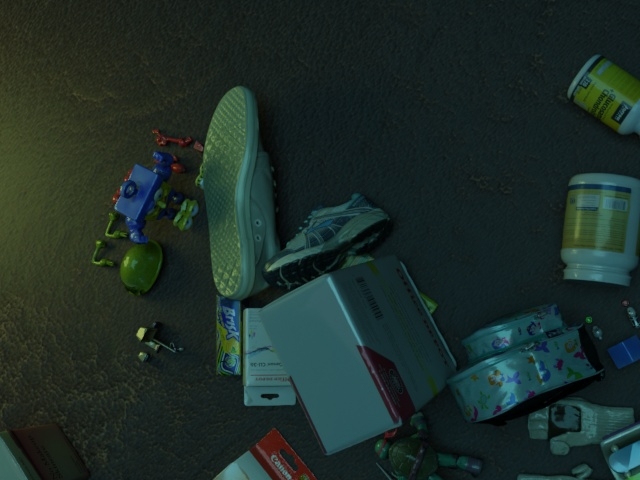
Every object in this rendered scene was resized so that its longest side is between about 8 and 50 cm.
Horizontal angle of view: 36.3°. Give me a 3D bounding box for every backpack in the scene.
[{"bbox_3d":[0.356,0.232,1.782,0.253,0.225,0.191,-27,82,-14],"label":"backpack"}]

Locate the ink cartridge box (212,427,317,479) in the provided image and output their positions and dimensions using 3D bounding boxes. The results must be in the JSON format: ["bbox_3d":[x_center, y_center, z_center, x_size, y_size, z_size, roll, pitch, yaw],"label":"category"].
[{"bbox_3d":[-0.118,0.497,1.998,0.179,0.045,0.145,-44,76,9],"label":"ink cartridge box"}]

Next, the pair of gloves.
[{"bbox_3d":[0.483,0.419,1.850,0.204,0.042,0.240,9,87,15],"label":"pair of gloves"}]

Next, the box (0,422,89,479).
[{"bbox_3d":[-0.614,0.482,2.030,0.127,0.232,0.149,-40,76,8],"label":"box"}]

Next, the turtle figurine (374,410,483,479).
[{"bbox_3d":[0.188,0.431,1.893,0.234,0.118,0.175,23,90,10],"label":"turtle figurine"}]

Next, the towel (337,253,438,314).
[{"bbox_3d":[0.117,0.103,1.992,0.237,0.021,0.102,36,94,15],"label":"towel"}]

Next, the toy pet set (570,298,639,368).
[{"bbox_3d":[0.553,0.183,1.846,0.122,0.065,0.114,-29,77,10],"label":"toy pet set"}]

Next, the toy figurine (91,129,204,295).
[{"bbox_3d":[-0.392,-0.077,2.044,0.191,0.217,0.363,29,91,16],"label":"toy figurine"}]

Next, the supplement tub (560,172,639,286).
[{"bbox_3d":[0.529,-0.018,1.833,0.144,0.144,0.200,7,85,15],"label":"supplement tub"}]

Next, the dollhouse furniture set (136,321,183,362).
[{"bbox_3d":[-0.344,0.229,2.052,0.081,0.114,0.091,28,89,11],"label":"dollhouse furniture set"}]

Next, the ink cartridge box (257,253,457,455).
[{"bbox_3d":[0.083,0.195,1.787,0.160,0.384,0.279,-30,82,22],"label":"ink cartridge box"}]

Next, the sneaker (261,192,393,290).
[{"bbox_3d":[0.000,0.000,1.978,0.283,0.110,0.122,-27,55,-13],"label":"sneaker"}]

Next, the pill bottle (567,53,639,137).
[{"bbox_3d":[0.575,-0.267,1.871,0.184,0.103,0.103,38,94,16],"label":"pill bottle"}]

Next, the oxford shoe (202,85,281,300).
[{"bbox_3d":[-0.153,-0.097,2.033,0.169,0.130,0.450,-17,74,50],"label":"oxford shoe"}]

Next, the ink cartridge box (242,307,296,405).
[{"bbox_3d":[-0.099,0.238,1.989,0.115,0.067,0.198,0,84,-10],"label":"ink cartridge box"}]

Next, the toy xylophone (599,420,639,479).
[{"bbox_3d":[0.596,0.494,1.738,0.236,0.081,0.323,-34,66,2],"label":"toy xylophone"}]

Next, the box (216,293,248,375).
[{"bbox_3d":[-0.183,0.197,2.039,0.054,0.059,0.169,-3,83,14],"label":"box"}]
